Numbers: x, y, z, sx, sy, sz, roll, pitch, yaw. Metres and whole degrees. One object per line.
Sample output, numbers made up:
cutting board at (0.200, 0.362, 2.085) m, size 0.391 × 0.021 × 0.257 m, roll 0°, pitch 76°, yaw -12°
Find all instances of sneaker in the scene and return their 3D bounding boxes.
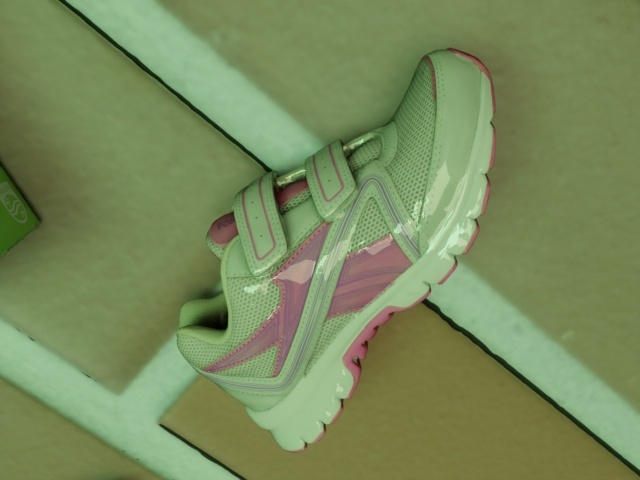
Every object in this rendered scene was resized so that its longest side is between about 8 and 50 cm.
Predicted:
sneaker at (0.000, 0.000, 0.374) m, size 0.111 × 0.103 × 0.252 m, roll 28°, pitch 104°, yaw -14°

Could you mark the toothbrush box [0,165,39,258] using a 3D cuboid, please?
toothbrush box at (-0.319, -0.062, 0.323) m, size 0.206 × 0.122 × 0.283 m, roll -28°, pitch 109°, yaw 6°
